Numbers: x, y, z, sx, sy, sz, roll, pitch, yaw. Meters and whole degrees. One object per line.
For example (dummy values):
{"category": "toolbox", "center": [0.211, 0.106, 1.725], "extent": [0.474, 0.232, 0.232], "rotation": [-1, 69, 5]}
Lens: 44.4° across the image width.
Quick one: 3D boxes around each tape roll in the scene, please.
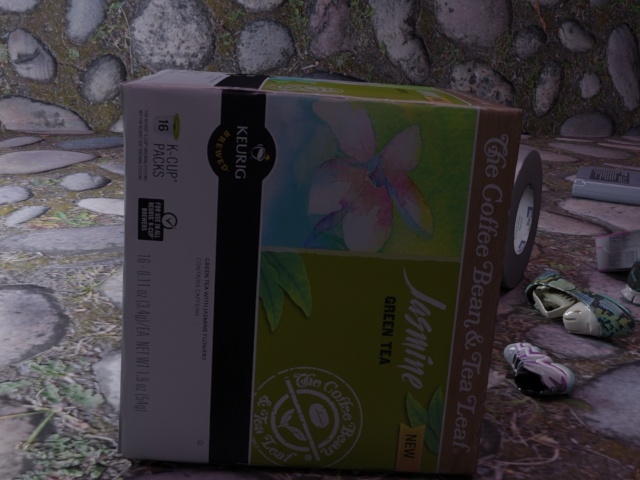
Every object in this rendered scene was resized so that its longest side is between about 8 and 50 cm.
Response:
{"category": "tape roll", "center": [0.287, -0.038, 1.236], "extent": [0.072, 0.219, 0.219], "rotation": [10, 16, 26]}

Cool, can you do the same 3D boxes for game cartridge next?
{"category": "game cartridge", "center": [0.786, -0.149, 2.103], "extent": [0.198, 0.062, 0.297], "rotation": [14, 17, 19]}

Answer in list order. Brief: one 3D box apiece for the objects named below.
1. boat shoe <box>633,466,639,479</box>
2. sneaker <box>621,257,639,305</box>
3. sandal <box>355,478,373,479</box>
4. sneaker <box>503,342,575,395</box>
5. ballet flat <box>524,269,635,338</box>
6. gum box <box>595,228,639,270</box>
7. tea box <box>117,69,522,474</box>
{"category": "boat shoe", "center": [0.393, 0.186, 0.617], "extent": [0.324, 0.117, 0.123], "rotation": [-2, 16, -19]}
{"category": "sneaker", "center": [0.545, 0.067, 1.181], "extent": [0.166, 0.076, 0.065], "rotation": [8, 17, 16]}
{"category": "sandal", "center": [0.032, 0.205, 0.532], "extent": [0.088, 0.079, 0.240], "rotation": [12, 17, 29]}
{"category": "sneaker", "center": [0.228, 0.145, 0.883], "extent": [0.069, 0.038, 0.098], "rotation": [-5, 17, -33]}
{"category": "ballet flat", "center": [0.348, 0.097, 1.079], "extent": [0.070, 0.070, 0.188], "rotation": [-1, 14, -19]}
{"category": "gum box", "center": [0.557, 0.014, 1.308], "extent": [0.107, 0.062, 0.188], "rotation": [0, -6, -19]}
{"category": "tea box", "center": [-0.010, 0.017, 0.743], "extent": [0.323, 0.329, 0.220], "rotation": [2, 14, -3]}
